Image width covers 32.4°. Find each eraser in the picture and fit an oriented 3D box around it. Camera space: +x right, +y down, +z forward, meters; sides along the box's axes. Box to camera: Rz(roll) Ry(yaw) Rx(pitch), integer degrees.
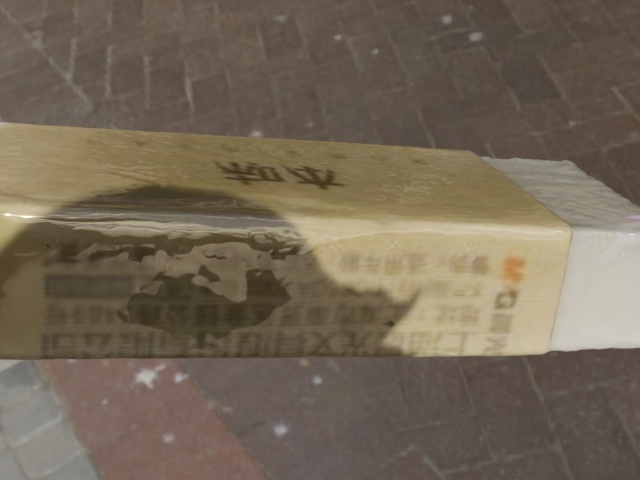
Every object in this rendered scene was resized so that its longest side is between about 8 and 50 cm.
[{"bbox_3d":[0.000,0.000,0.566,0.343,0.078,0.144,1,20,-16],"label":"eraser"}]
